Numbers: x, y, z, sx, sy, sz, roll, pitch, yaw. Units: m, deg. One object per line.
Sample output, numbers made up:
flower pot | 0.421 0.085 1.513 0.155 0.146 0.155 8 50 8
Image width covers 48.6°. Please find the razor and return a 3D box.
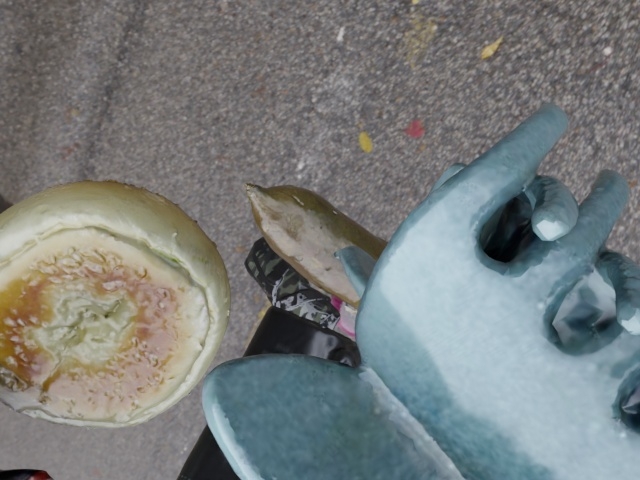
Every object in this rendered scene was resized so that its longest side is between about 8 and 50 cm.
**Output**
razor | -0.066 0.256 0.931 0.189 0.326 0.107 20 168 30

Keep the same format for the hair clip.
hair clip | 0.141 0.104 0.458 0.238 0.392 0.318 -41 88 31

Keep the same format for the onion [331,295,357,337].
onion | 0.115 0.168 1.836 0.153 0.177 0.177 33 144 66

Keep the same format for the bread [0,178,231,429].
bread | -0.249 0.068 0.788 0.306 0.158 0.305 -5 122 -7

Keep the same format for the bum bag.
bum bag | -0.067 0.118 1.647 0.144 0.095 0.340 -42 58 17

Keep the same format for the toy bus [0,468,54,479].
toy bus | -0.306 0.315 0.537 0.147 0.303 0.127 41 136 4

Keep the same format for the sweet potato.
sweet potato | 0.000 0.000 1.322 0.370 0.157 0.158 36 132 -17
